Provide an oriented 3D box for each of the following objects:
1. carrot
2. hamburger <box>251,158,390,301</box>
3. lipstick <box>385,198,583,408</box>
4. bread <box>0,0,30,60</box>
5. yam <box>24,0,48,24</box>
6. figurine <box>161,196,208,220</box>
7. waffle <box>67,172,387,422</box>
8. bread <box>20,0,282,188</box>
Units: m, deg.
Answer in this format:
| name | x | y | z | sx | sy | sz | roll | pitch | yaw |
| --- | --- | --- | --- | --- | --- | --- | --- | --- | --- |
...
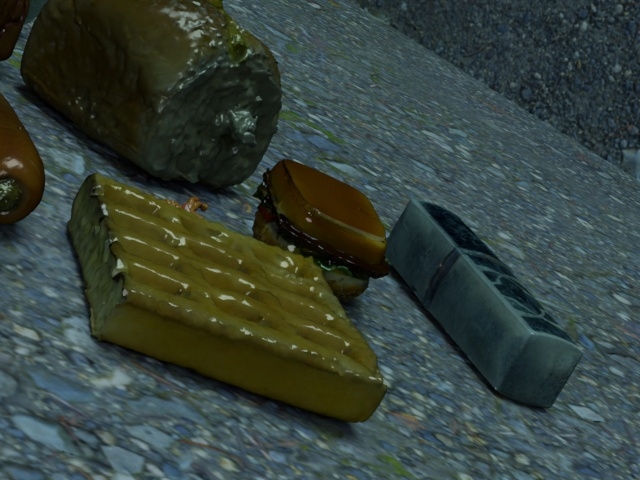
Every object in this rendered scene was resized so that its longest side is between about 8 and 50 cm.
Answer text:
| name | x | y | z | sx | sy | sz | roll | pitch | yaw |
| --- | --- | --- | --- | --- | --- | --- | --- | --- | --- |
| carrot | -0.262 | -0.072 | 1.399 | 0.067 | 0.067 | 0.225 | 20 | 14 | -26 |
| hamburger | 0.000 | 0.000 | 1.583 | 0.137 | 0.087 | 0.166 | 25 | 16 | -15 |
| lipstick | 0.151 | 0.058 | 1.683 | 0.077 | 0.076 | 0.290 | 22 | 18 | -30 |
| bread | -0.338 | -0.235 | 1.706 | 0.086 | 0.125 | 0.156 | -2 | 2 | 22 |
| yam | -0.388 | -0.321 | 1.978 | 0.093 | 0.093 | 0.259 | 17 | 18 | -37 |
| figurine | -0.109 | -0.010 | 1.512 | 0.109 | 0.047 | 0.064 | 19 | 39 | -53 |
| waffle | -0.078 | 0.044 | 1.356 | 0.221 | 0.055 | 0.248 | 22 | 15 | -21 |
| bread | -0.147 | -0.169 | 1.722 | 0.246 | 0.176 | 0.195 | 36 | 19 | 31 |
